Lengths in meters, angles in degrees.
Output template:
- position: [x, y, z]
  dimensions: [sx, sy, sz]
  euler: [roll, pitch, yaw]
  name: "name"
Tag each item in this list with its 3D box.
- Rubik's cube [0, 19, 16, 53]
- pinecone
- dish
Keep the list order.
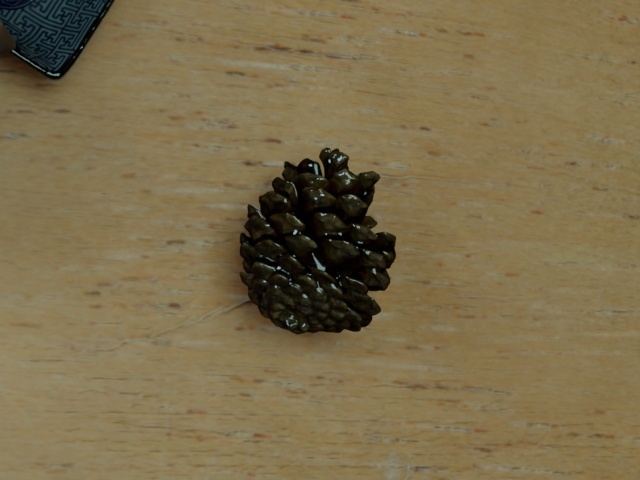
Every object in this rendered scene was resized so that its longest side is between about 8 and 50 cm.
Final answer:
- position: [-0.502, -0.226, 1.404]
  dimensions: [0.387, 0.358, 0.368]
  euler: [-8, 80, -3]
  name: "Rubik's cube"
- position: [-0.001, 0.005, 1.717]
  dimensions: [0.179, 0.184, 0.204]
  euler: [13, 51, 5]
  name: "pinecone"
- position: [-0.353, -0.303, 1.667]
  dimensions: [0.243, 0.080, 0.182]
  euler: [33, 72, -15]
  name: "dish"
